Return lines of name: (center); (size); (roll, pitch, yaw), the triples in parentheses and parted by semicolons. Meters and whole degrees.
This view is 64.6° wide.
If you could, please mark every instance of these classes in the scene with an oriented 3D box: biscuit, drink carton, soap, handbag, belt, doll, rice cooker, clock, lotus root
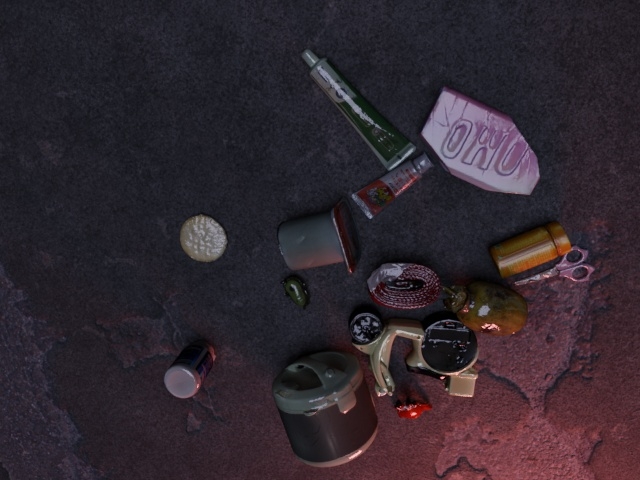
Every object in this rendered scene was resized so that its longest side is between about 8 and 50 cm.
biscuit: (-0.350, -0.004, 1.507); (0.152, 0.020, 0.151); (1, 105, 6)
drink carton: (0.000, 0.000, 1.398); (0.190, 0.191, 0.185); (-16, 106, 20)
soap: (0.416, -0.244, 1.313); (0.324, 0.109, 0.192); (25, 107, -2)
handbag: (-0.068, 0.154, 1.507); (0.072, 0.047, 0.111); (-29, 98, 14)
belt: (0.230, 0.130, 1.430); (0.201, 0.124, 0.127); (2, 81, 3)
doll: (0.271, 0.506, 1.524); (0.109, 0.169, 0.057); (-21, 64, 13)
rice cooker: (0.012, 0.472, 1.476); (0.289, 0.288, 0.276); (-16, 102, 10)
clock: (0.269, 0.334, 1.488); (0.379, 0.120, 0.276); (2, 102, 5)
lotus root: (0.448, 0.182, 1.382); (0.278, 0.154, 0.154); (20, 108, -26)

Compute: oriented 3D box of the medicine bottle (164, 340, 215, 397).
medicine bottle: (-0.388, 0.381, 1.529); (0.107, 0.191, 0.106); (2, 105, 6)

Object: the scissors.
scissors: (0.655, 0.089, 1.425); (0.212, 0.021, 0.110); (-21, 100, 11)

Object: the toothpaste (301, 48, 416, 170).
toothpaste: (0.092, -0.355, 1.343); (0.099, 0.061, 0.392); (-41, 102, 19)

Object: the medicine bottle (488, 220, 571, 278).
medicine bottle: (0.566, 0.026, 1.377); (0.192, 0.096, 0.096); (-25, 101, 12)

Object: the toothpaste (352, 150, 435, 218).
toothpaste: (0.203, -0.157, 1.394); (0.234, 0.057, 0.089); (-35, 105, 22)
